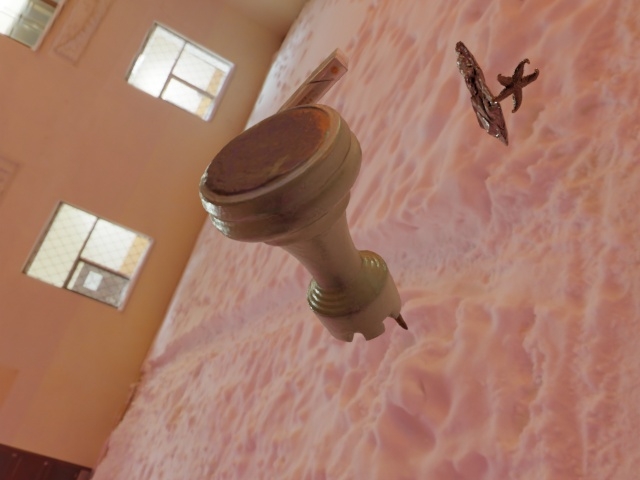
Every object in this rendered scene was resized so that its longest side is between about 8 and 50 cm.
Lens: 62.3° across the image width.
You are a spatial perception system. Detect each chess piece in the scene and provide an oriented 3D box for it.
[{"bbox_3d":[0.000,0.000,0.681,0.195,0.299,0.194,-19,38,15],"label":"chess piece"}]

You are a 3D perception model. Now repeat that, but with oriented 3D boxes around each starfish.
[{"bbox_3d":[0.324,-0.256,0.887,0.091,0.078,0.028,-35,31,9],"label":"starfish"}]

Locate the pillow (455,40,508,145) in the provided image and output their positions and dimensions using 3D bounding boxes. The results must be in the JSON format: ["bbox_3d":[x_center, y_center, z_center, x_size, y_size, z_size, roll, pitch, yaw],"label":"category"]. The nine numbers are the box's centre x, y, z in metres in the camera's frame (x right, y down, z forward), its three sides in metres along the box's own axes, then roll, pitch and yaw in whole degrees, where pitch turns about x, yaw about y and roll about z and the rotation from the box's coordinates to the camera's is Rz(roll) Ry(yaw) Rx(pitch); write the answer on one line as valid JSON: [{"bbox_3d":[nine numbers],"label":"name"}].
[{"bbox_3d":[0.345,-0.317,1.153,0.049,0.135,0.248,-24,50,17],"label":"pillow"}]

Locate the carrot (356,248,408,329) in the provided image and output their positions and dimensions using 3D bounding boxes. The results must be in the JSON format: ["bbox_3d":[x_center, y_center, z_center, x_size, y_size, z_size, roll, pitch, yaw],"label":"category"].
[{"bbox_3d":[0.129,0.111,1.271,0.049,0.254,0.049,-34,-16,-11],"label":"carrot"}]

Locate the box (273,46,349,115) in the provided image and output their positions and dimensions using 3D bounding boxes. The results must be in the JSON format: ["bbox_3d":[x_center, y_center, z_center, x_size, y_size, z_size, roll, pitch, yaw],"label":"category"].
[{"bbox_3d":[-0.044,-0.187,0.782,0.220,0.032,0.122,-42,16,21],"label":"box"}]
